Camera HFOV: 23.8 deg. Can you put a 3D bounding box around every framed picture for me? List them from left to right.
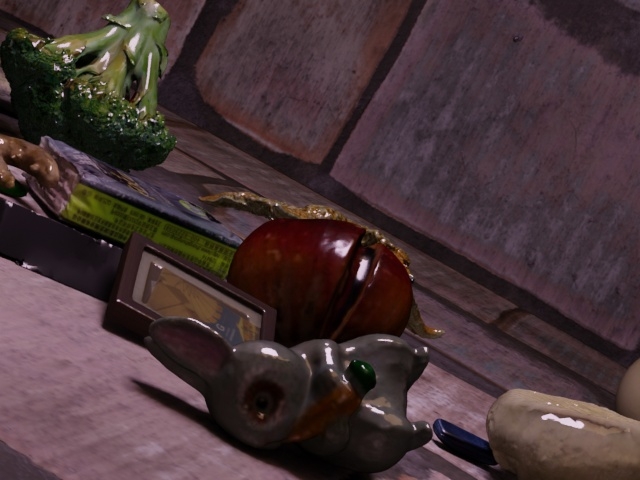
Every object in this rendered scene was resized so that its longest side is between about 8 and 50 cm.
[{"bbox_3d":[-0.121,0.070,1.469,0.168,0.023,0.128,30,28,-15],"label":"framed picture"}]

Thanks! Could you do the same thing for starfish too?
[{"bbox_3d":[0.000,-0.003,1.899,0.358,0.078,0.347,29,-7,14],"label":"starfish"}]

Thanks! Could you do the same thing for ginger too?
[{"bbox_3d":[-0.410,-0.099,1.659,0.149,0.065,0.258,18,7,28],"label":"ginger"}]

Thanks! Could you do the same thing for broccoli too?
[{"bbox_3d":[-0.314,-0.226,2.104,0.254,0.269,0.269,25,3,35],"label":"broccoli"}]

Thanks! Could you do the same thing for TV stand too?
[{"bbox_3d":[-0.223,0.026,1.500,0.256,0.049,0.040,26,9,-24],"label":"TV stand"}]

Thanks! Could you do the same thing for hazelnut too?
[{"bbox_3d":[-0.005,0.064,1.674,0.204,0.178,0.178,28,7,-5],"label":"hazelnut"}]

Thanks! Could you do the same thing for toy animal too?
[{"bbox_3d":[-0.033,0.133,1.301,0.251,0.127,0.125,11,24,-20],"label":"toy animal"}]

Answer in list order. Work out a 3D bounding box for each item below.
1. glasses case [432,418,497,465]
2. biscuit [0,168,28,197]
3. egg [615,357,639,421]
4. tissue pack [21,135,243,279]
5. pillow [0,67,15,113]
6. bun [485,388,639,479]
[{"bbox_3d":[0.159,0.225,1.663,0.083,0.023,0.033,26,19,-12],"label":"glasses case"},{"bbox_3d":[-0.371,-0.072,1.770,0.046,0.016,0.089,22,9,-35],"label":"biscuit"},{"bbox_3d":[0.548,0.258,2.296,0.241,0.186,0.186,31,3,-44],"label":"egg"},{"bbox_3d":[-0.228,-0.036,1.842,0.235,0.073,0.173,25,6,-31],"label":"tissue pack"},{"bbox_3d":[-0.514,-0.242,2.299,0.169,0.059,0.255,34,7,39],"label":"pillow"},{"bbox_3d":[0.276,0.241,1.641,0.222,0.127,0.222,12,2,0],"label":"bun"}]
